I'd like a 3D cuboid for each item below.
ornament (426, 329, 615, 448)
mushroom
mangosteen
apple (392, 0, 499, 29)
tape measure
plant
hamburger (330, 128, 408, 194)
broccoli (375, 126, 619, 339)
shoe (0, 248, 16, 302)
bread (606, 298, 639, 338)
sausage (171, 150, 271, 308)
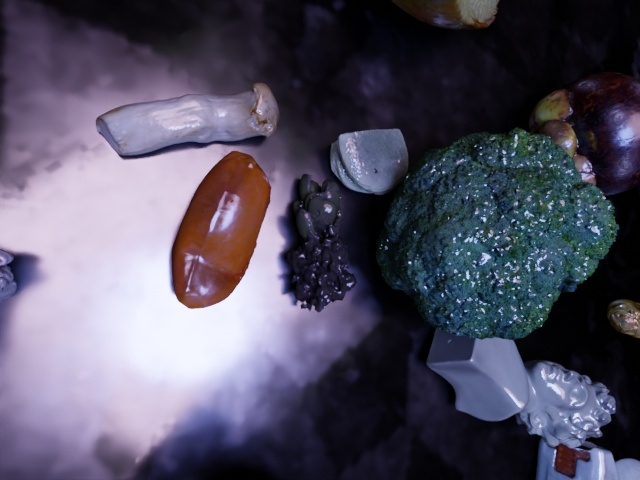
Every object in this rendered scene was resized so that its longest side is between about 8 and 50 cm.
[{"bbox_3d":[0.279,0.214,0.588,0.286,0.130,0.120,23,61,-13],"label":"ornament"},{"bbox_3d":[-0.143,-0.137,0.458,0.202,0.054,0.059,-13,94,-19],"label":"mushroom"},{"bbox_3d":[0.406,-0.158,0.637,0.217,0.192,0.192,-12,92,9],"label":"mangosteen"},{"bbox_3d":[0.172,-0.431,0.540,0.254,0.179,0.345,12,84,-10],"label":"apple"},{"bbox_3d":[0.445,0.448,0.639,0.246,0.125,0.242,17,81,-21],"label":"tape measure"},{"bbox_3d":[0.000,0.000,0.500,0.085,0.087,0.174,-3,83,1],"label":"plant"},{"bbox_3d":[0.075,-0.104,0.549,0.121,0.054,0.084,-16,92,-31],"label":"hamburger"},{"bbox_3d":[0.213,-0.002,0.516,0.270,0.270,0.269,-6,90,-54],"label":"broccoli"},{"bbox_3d":[-0.382,0.122,0.274,0.198,0.172,0.350,25,80,-23],"label":"shoe"},{"bbox_3d":[0.582,0.146,0.750,0.111,0.060,0.066,19,67,-18],"label":"bread"},{"bbox_3d":[-0.111,-0.012,0.451,0.089,0.089,0.179,24,81,-20],"label":"sausage"}]
